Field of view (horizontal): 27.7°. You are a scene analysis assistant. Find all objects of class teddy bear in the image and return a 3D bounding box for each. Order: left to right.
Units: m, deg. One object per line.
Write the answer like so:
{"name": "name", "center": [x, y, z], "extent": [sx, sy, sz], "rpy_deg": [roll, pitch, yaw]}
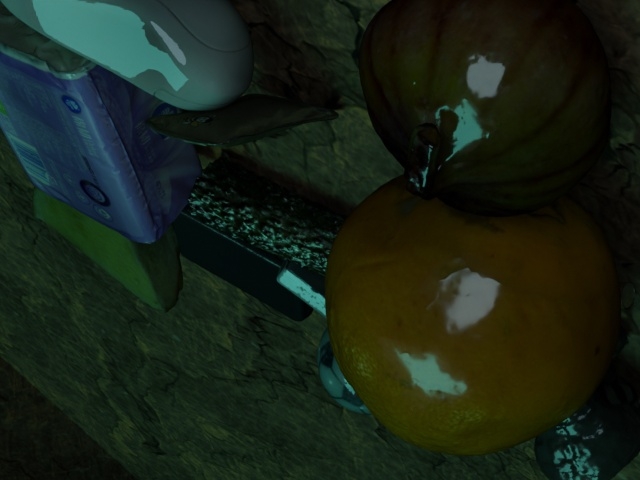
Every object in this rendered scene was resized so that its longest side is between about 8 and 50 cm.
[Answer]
{"name": "teddy bear", "center": [0.298, 0.167, 1.534], "extent": [0.171, 0.144, 0.251], "rpy_deg": [-21, 108, 22]}

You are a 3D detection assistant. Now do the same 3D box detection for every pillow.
{"name": "pillow", "center": [-0.085, -0.133, 1.424], "extent": [0.130, 0.217, 0.033], "rpy_deg": [18, 115, 34]}

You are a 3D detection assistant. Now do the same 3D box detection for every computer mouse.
{"name": "computer mouse", "center": [-0.198, -0.252, 1.381], "extent": [0.297, 0.184, 0.121], "rpy_deg": [34, 119, 3]}

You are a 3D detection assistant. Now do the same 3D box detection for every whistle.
{"name": "whistle", "center": [0.043, 0.139, 1.768], "extent": [0.289, 0.163, 0.163], "rpy_deg": [39, 155, -3]}

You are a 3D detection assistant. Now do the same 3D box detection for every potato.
{"name": "potato", "center": [-0.295, -0.051, 1.919], "extent": [0.269, 0.112, 0.255], "rpy_deg": [35, 153, 8]}

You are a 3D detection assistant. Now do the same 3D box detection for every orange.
{"name": "orange", "center": [0.151, 0.067, 1.325], "extent": [0.312, 0.312, 0.312], "rpy_deg": [29, 154, 16]}

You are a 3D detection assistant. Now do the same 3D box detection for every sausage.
{"name": "sausage", "center": [0.298, 0.057, 1.440], "extent": [0.107, 0.031, 0.031], "rpy_deg": [4, 140, 48]}

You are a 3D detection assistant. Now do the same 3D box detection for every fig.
{"name": "fig", "center": [0.139, -0.125, 1.142], "extent": [0.235, 0.214, 0.235], "rpy_deg": [25, 178, 1]}

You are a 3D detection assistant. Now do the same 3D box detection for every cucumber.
{"name": "cucumber", "center": [0.000, 0.000, 1.653], "extent": [0.359, 0.096, 0.096], "rpy_deg": [25, 153, 21]}

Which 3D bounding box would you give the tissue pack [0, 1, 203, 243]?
{"name": "tissue pack", "center": [-0.300, -0.182, 1.642], "extent": [0.242, 0.160, 0.338], "rpy_deg": [25, 152, 26]}

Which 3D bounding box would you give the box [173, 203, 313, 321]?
{"name": "box", "center": [-0.110, 0.020, 1.876], "extent": [0.230, 0.050, 0.160], "rpy_deg": [28, 155, 17]}
